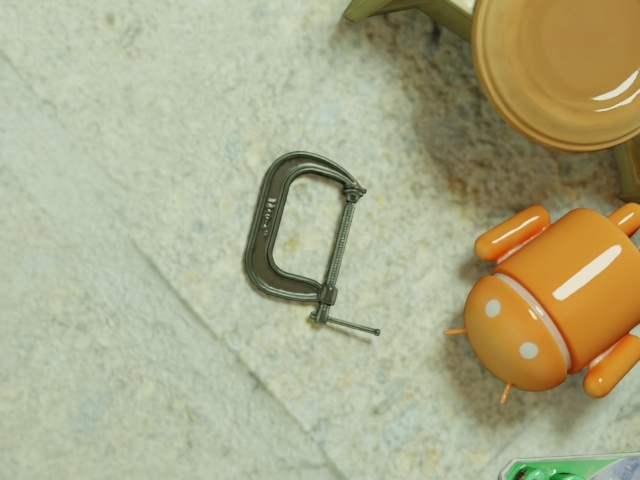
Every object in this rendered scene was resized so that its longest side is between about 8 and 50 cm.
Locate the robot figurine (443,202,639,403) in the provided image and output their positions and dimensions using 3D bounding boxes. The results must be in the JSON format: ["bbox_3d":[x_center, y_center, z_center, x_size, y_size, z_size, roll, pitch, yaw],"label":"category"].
[{"bbox_3d":[0.227,0.057,1.815,0.219,0.128,0.158,-36,120,-13],"label":"robot figurine"}]

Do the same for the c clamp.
[{"bbox_3d":[0.000,0.000,1.820,0.137,0.022,0.160,9,87,-8],"label":"c clamp"}]

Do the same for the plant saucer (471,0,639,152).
[{"bbox_3d":[0.233,-0.177,1.721,0.200,0.037,0.200,0,91,-11],"label":"plant saucer"}]

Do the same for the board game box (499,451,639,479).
[{"bbox_3d":[0.371,0.398,1.875,0.390,0.050,0.390,-1,88,-14],"label":"board game box"}]

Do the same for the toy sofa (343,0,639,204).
[{"bbox_3d":[0.221,-0.198,1.815,0.362,0.150,0.177,33,82,-10],"label":"toy sofa"}]
